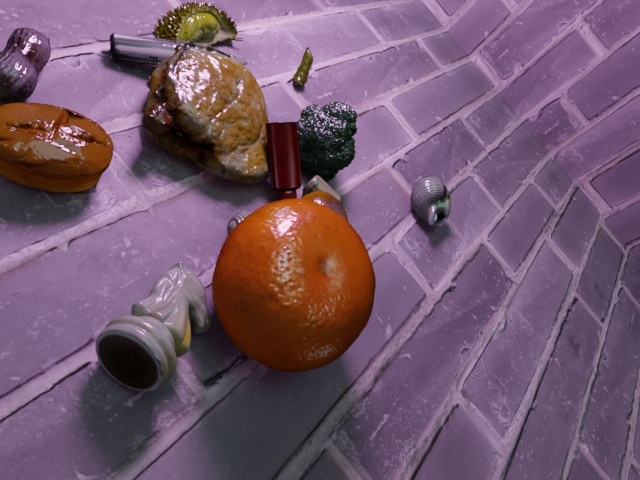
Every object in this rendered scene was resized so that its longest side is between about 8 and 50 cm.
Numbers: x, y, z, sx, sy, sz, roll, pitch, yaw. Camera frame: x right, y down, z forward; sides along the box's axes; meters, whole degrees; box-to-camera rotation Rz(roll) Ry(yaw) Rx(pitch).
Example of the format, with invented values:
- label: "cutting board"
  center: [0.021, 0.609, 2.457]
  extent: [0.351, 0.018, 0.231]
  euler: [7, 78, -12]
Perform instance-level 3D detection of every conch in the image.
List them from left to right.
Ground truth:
- label: "conch"
  center: [0.418, -0.148, 1.880]
  extent: [0.172, 0.131, 0.200]
  euler: [34, 71, -50]

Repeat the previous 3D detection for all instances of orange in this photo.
- label: "orange"
  center: [-0.070, 0.111, 1.205]
  extent: [0.423, 0.326, 0.425]
  euler: [11, 70, -31]

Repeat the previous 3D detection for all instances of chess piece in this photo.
- label: "chess piece"
  center: [-0.345, 0.182, 1.096]
  extent: [0.175, 0.176, 0.298]
  euler: [42, 33, -7]

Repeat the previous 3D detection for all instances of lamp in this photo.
- label: "lamp"
  center: [-0.178, -0.031, 1.377]
  extent: [0.192, 0.106, 0.106]
  euler: [1, 61, -45]

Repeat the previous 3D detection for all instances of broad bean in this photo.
- label: "broad bean"
  center: [-0.066, -0.687, 1.927]
  extent: [0.052, 0.053, 0.256]
  euler: [4, 50, 10]

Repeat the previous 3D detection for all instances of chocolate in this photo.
- label: "chocolate"
  center: [-0.753, -0.441, 1.211]
  extent: [0.110, 0.110, 0.248]
  euler: [19, 55, -26]

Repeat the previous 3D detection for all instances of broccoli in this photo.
- label: "broccoli"
  center: [0.025, -0.352, 1.669]
  extent: [0.269, 0.269, 0.254]
  euler: [-35, 90, -45]

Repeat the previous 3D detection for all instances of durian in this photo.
- label: "durian"
  center: [-0.432, -0.728, 1.663]
  extent: [0.352, 0.158, 0.169]
  euler: [-44, 126, -45]

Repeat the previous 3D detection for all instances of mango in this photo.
- label: "mango"
  center: [0.000, 0.000, 1.466]
  extent: [0.192, 0.146, 0.317]
  euler: [7, 72, -32]

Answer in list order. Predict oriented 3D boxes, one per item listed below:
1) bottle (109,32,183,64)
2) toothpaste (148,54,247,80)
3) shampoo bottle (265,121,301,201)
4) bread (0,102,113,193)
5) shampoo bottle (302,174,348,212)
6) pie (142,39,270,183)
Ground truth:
- label: "bottle"
  center: [-0.507, -0.574, 1.478]
  extent: [0.253, 0.096, 0.080]
  euler: [-2, 85, -23]
- label: "toothpaste"
  center: [-0.381, -0.551, 1.592]
  extent: [0.099, 0.061, 0.392]
  euler: [46, 47, 5]
- label: "shampoo bottle"
  center: [-0.110, -0.232, 1.495]
  extent: [0.102, 0.064, 0.261]
  euler: [-9, 101, -27]
- label: "bread"
  center: [-0.632, -0.219, 1.131]
  extent: [0.269, 0.142, 0.196]
  euler: [8, 58, -31]
- label: "shampoo bottle"
  center: [0.020, -0.137, 1.607]
  extent: [0.162, 0.079, 0.079]
  euler: [44, 45, -5]
- label: "pie"
  center: [-0.309, -0.374, 1.458]
  extent: [0.417, 0.180, 0.396]
  euler: [26, 59, -35]
